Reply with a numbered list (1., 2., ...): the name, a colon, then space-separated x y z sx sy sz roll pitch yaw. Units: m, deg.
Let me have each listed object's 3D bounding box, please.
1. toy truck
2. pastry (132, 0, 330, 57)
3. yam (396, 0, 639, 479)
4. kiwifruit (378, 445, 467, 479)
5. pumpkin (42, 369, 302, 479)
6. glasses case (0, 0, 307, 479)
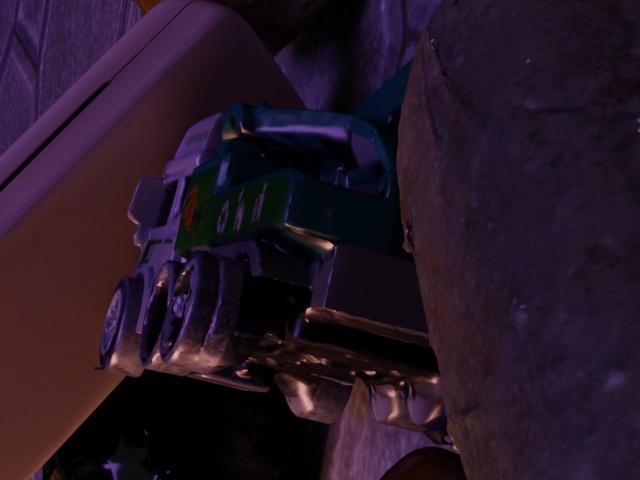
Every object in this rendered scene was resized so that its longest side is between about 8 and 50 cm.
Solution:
1. toy truck: -0.002 0.007 0.989 0.363 0.176 0.178 160 124 -70
2. pastry: -0.048 -0.280 1.275 0.329 0.136 0.330 -172 90 -73
3. yam: 0.119 0.041 0.572 0.304 0.168 0.168 -103 26 -46
4. kiwifruit: 0.049 0.162 0.898 0.075 0.075 0.124 -150 73 -72
5. pumpkin: -0.103 0.169 1.238 0.233 0.163 0.233 -175 90 -74
6. glasses case: -0.149 0.005 1.158 0.336 0.144 0.076 -46 37 -18
